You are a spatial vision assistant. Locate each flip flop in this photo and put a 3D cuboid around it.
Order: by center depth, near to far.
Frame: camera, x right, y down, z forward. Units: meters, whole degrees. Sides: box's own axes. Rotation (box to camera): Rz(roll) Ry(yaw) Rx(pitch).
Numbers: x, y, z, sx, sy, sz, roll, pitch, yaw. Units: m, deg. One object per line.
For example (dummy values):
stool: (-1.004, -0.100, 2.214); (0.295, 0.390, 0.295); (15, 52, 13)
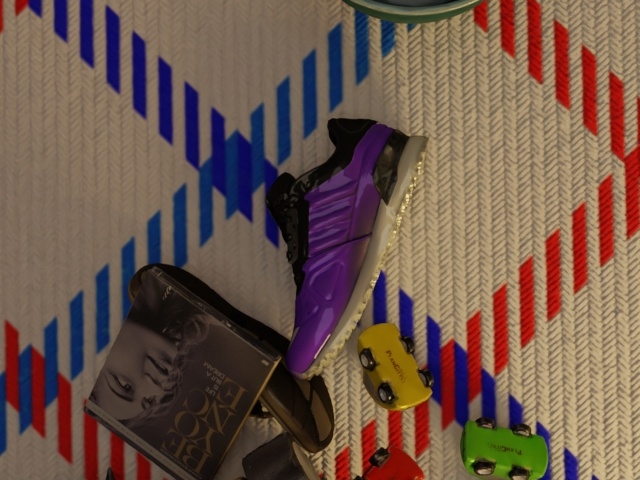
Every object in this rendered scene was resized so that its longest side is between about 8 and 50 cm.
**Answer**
flip flop: (-0.100, 0.133, 1.506); (0.277, 0.112, 0.080); (36, 116, 1)

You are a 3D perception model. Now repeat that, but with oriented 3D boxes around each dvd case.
dvd case: (-0.152, 0.153, 1.476); (0.164, 0.018, 0.221); (35, 125, 9)

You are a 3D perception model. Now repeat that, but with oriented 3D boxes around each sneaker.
sneaker: (0.000, 0.000, 1.504); (0.146, 0.102, 0.293); (23, 82, 4)

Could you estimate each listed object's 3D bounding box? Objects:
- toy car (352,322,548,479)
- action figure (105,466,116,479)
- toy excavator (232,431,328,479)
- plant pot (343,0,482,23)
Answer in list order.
toy car: (0.131, 0.219, 1.487); (0.225, 0.053, 0.239); (14, 58, -12)
action figure: (-0.286, 0.337, 1.469); (0.275, 0.141, 0.164); (-7, 95, -12)
toy excavator: (0.012, 0.477, 1.404); (0.222, 0.433, 0.445); (-30, 59, 1)
plant pot: (0.094, -0.341, 1.429); (0.271, 0.255, 0.272); (0, 88, 2)
